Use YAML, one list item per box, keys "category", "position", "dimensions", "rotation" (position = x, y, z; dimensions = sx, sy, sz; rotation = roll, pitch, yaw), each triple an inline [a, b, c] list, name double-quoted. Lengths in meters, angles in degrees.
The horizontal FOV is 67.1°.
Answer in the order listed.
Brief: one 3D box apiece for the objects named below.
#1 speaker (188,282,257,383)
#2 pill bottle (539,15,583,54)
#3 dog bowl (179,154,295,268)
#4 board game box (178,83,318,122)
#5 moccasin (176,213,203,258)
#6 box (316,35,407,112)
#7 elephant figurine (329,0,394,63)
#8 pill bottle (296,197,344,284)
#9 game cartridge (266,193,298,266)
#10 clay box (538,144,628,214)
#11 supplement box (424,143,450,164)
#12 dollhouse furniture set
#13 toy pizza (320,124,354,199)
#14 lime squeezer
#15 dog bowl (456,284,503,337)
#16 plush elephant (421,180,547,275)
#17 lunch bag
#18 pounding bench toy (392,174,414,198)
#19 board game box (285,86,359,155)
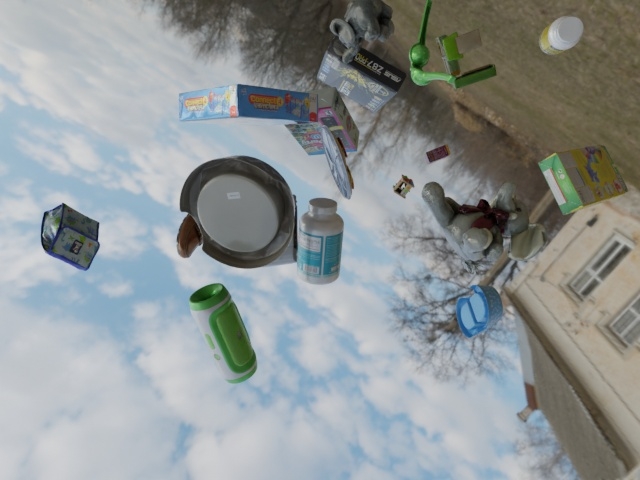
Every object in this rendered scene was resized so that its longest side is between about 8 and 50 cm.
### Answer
- category: "speaker"
  position: [-0.288, 0.281, 1.452]
  dimensions: [0.131, 0.131, 0.297]
  rotation: [-87, -19, -66]
- category: "pill bottle"
  position: [0.497, -0.423, 0.992]
  dimensions: [0.065, 0.065, 0.116]
  rotation: [33, -163, 3]
- category: "dog bowl"
  position: [-0.233, -0.091, 1.423]
  dimensions: [0.348, 0.349, 0.102]
  rotation: [30, -150, -5]
- category: "board game box"
  position: [-0.218, -0.403, 1.470]
  dimensions: [0.301, 0.086, 0.308]
  rotation: [9, -167, 43]
- category: "moccasin"
  position: [-0.468, -0.065, 2.003]
  dimensions: [0.146, 0.139, 0.380]
  rotation: [16, -141, 12]
- category: "box"
  position: [0.157, -0.684, 2.012]
  dimensions: [0.318, 0.097, 0.395]
  rotation: [30, 180, -8]
- category: "elephant figurine"
  position: [0.115, -0.723, 1.636]
  dimensions: [0.239, 0.186, 0.169]
  rotation: [4, -168, 44]
- category: "pill bottle"
  position: [0.000, 0.000, 1.562]
  dimensions: [0.146, 0.264, 0.146]
  rotation: [4, -155, -2]
- category: "game cartridge"
  position: [-0.192, -0.040, 2.042]
  dimensions: [0.062, 0.197, 0.298]
  rotation: [39, -134, -65]
- category: "clay box"
  position: [0.588, -0.139, 1.069]
  dimensions: [0.221, 0.053, 0.128]
  rotation: [-13, -103, -35]
- category: "supplement box"
  position: [0.432, -0.318, 1.785]
  dimensions: [0.055, 0.083, 0.043]
  rotation: [-26, -85, -86]
- category: "dollhouse furniture set"
  position: [0.556, -0.717, 1.868]
  dimensions: [0.301, 0.151, 0.198]
  rotation: [-70, -39, -67]
- category: "toy pizza"
  position: [0.049, -0.204, 1.249]
  dimensions: [0.201, 0.032, 0.202]
  rotation: [160, 90, -86]
- category: "lime squeezer"
  position: [0.246, -0.440, 1.138]
  dimensions: [0.058, 0.110, 0.311]
  rotation: [4, -126, -8]
- category: "dog bowl"
  position: [0.631, 0.279, 1.917]
  dimensions: [0.073, 0.297, 0.166]
  rotation: [-8, -117, -8]
- category: "plush elephant"
  position: [0.502, -0.059, 1.412]
  dimensions: [0.330, 0.255, 0.272]
  rotation: [52, -177, -45]
- category: "lunch bag"
  position: [-0.675, -0.005, 1.304]
  dimensions: [0.129, 0.096, 0.151]
  rotation: [43, -149, -52]
- category: "pounding bench toy"
  position: [0.302, -0.205, 1.755]
  dimensions: [0.052, 0.065, 0.083]
  rotation: [29, -152, -14]
- category: "board game box"
  position: [0.001, -0.451, 1.870]
  dimensions: [0.223, 0.098, 0.303]
  rotation: [-1, 161, 23]
